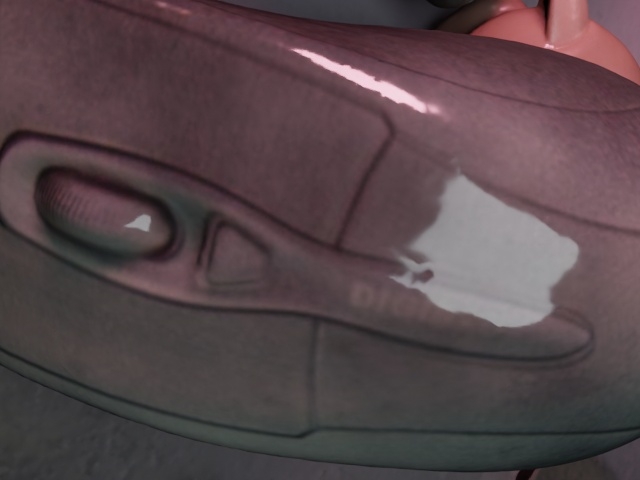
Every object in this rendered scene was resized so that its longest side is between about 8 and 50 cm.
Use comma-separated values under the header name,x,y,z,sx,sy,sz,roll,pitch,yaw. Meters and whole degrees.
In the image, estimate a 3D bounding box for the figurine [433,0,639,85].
name,x,y,z,sx,sy,sz,roll,pitch,yaw
figurine,0.103,-0.059,0.535,0.125,0.125,0.138,15,84,-28

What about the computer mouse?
name,x,y,z,sx,sy,sz,roll,pitch,yaw
computer mouse,0.000,0.000,0.433,0.371,0.122,0.188,13,103,1

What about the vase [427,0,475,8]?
name,x,y,z,sx,sy,sz,roll,pitch,yaw
vase,0.005,-0.194,0.474,0.219,0.096,0.096,33,85,-31
